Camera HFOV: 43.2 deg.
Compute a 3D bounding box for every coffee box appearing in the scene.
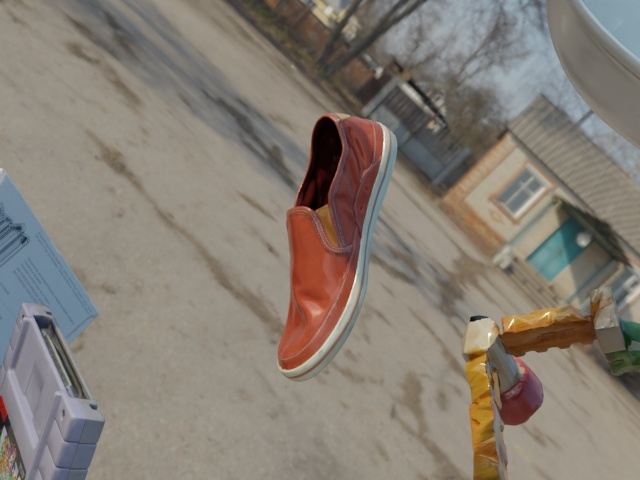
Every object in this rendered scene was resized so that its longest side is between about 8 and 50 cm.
[{"bbox_3d":[-0.679,0.099,1.417,0.334,0.338,0.337,4,-50,37],"label":"coffee box"}]

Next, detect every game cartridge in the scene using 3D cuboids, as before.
[{"bbox_3d":[-0.409,0.262,1.156,0.068,0.230,0.355,19,9,-35],"label":"game cartridge"}]

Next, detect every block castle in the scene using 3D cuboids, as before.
[{"bbox_3d":[0.387,0.210,0.877,0.303,0.453,0.213,-86,152,-41],"label":"block castle"}]

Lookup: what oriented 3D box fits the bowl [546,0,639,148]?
[{"bbox_3d":[0.281,-0.144,0.563,0.298,0.298,0.134,48,-25,20],"label":"bowl"}]

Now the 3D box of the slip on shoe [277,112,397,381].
[{"bbox_3d":[0.000,0.000,0.947,0.101,0.331,0.123,23,-17,-27],"label":"slip on shoe"}]
